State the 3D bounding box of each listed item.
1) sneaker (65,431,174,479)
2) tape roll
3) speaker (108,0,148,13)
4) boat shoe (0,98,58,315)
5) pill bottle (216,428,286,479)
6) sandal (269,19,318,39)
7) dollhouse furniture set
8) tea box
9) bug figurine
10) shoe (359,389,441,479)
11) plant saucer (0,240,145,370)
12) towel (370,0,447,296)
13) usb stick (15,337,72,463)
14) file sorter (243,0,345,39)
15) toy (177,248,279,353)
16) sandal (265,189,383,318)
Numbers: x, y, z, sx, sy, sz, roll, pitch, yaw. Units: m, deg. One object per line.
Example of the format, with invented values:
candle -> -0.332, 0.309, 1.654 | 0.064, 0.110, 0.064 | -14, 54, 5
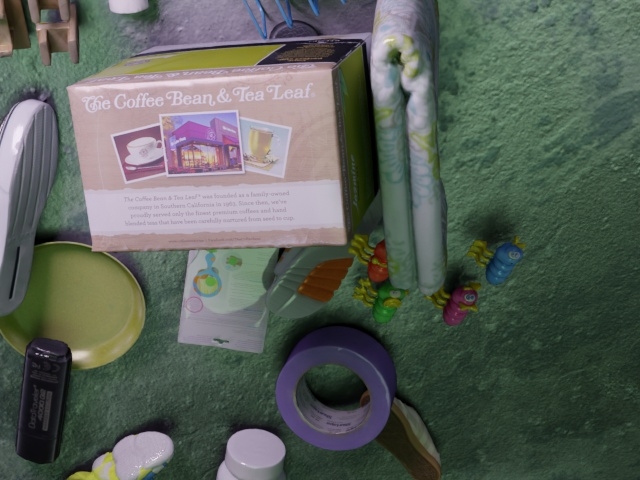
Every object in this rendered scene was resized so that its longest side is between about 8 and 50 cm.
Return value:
sneaker -> -0.327, 0.415, 2.000 | 0.240, 0.091, 0.126 | -27, 130, 20
tape roll -> 0.027, 0.241, 1.888 | 0.189, 0.080, 0.189 | 4, 112, 10
speaker -> -0.267, -0.378, 1.565 | 0.055, 0.055, 0.136 | -4, 119, -1
boat shoe -> -0.478, -0.053, 1.697 | 0.119, 0.121, 0.335 | 21, 105, 16
pill bottle -> -0.124, 0.443, 1.997 | 0.121, 0.121, 0.221 | 6, 119, -7
sandal -> -0.043, -0.194, 1.690 | 0.097, 0.054, 0.255 | 5, 110, -14
dollhouse furniture set -> -0.442, -0.362, 1.535 | 0.212, 0.161, 0.242 | -6, 140, -6
tea box -> -0.104, -0.135, 1.503 | 0.329, 0.323, 0.220 | -2, 106, 13
bug figurine -> 0.174, 0.061, 1.778 | 0.279, 0.072, 0.216 | 2, 143, -14
shoe -> 0.139, 0.327, 1.991 | 0.076, 0.058, 0.219 | -21, 116, 31
plant saucer -> -0.396, 0.098, 1.835 | 0.241, 0.037, 0.241 | -1, 119, -1
towel -> 0.125, -0.156, 1.562 | 0.090, 0.320, 0.374 | -4, 120, 6
usb stick -> -0.454, 0.266, 1.895 | 0.077, 0.045, 0.278 | 15, 129, -2
file sorter -> -0.027, -0.359, 1.554 | 0.170, 0.118, 0.104 | -22, 121, 9
toy -> -0.140, 0.054, 1.815 | 0.136, 0.056, 0.237 | 8, 114, -4
sandal -> 0.007, 0.005, 1.793 | 0.102, 0.076, 0.265 | 38, 90, -38
